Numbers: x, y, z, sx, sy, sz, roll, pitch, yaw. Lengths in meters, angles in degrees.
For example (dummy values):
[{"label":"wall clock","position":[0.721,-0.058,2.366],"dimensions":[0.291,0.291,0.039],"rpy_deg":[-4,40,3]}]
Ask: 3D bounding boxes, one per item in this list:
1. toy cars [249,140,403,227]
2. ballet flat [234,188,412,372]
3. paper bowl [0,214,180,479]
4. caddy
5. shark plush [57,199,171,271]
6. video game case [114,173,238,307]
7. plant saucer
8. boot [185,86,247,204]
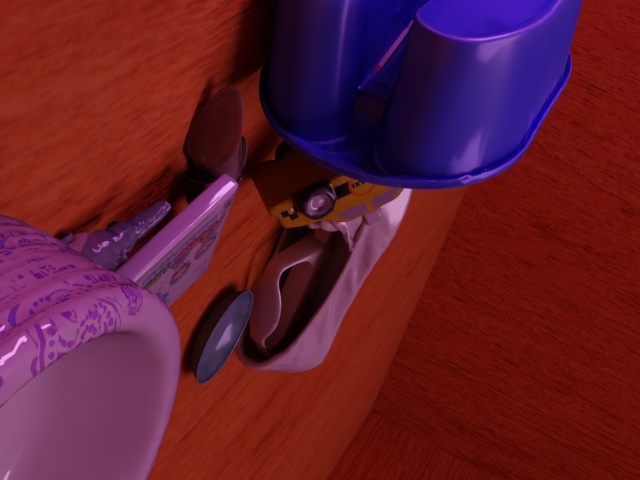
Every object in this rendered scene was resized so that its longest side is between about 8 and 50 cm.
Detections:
[{"label":"toy cars","position":[0.084,-0.135,0.976],"dimensions":[0.394,0.176,0.087],"rpy_deg":[-55,139,-32]},{"label":"ballet flat","position":[0.000,0.000,1.105],"dimensions":[0.139,0.139,0.400],"rpy_deg":[-37,152,-64]},{"label":"paper bowl","position":[-0.201,0.119,0.438],"dimensions":[0.284,0.148,0.284],"rpy_deg":[-57,167,-22]},{"label":"caddy","position":[0.094,-0.178,0.815],"dimensions":[0.341,0.241,0.179],"rpy_deg":[-51,159,-42]},{"label":"shark plush","position":[-0.155,0.034,0.635],"dimensions":[0.161,0.067,0.073],"rpy_deg":[-49,161,-48]},{"label":"video game case","position":[-0.132,0.033,0.747],"dimensions":[0.157,0.019,0.143],"rpy_deg":[-47,172,-33]},{"label":"plant saucer","position":[-0.115,0.105,1.055],"dimensions":[0.119,0.021,0.119],"rpy_deg":[-58,167,-23]},{"label":"boot","position":[-0.081,-0.078,0.785],"dimensions":[0.118,0.042,0.087],"rpy_deg":[-66,174,20]}]
